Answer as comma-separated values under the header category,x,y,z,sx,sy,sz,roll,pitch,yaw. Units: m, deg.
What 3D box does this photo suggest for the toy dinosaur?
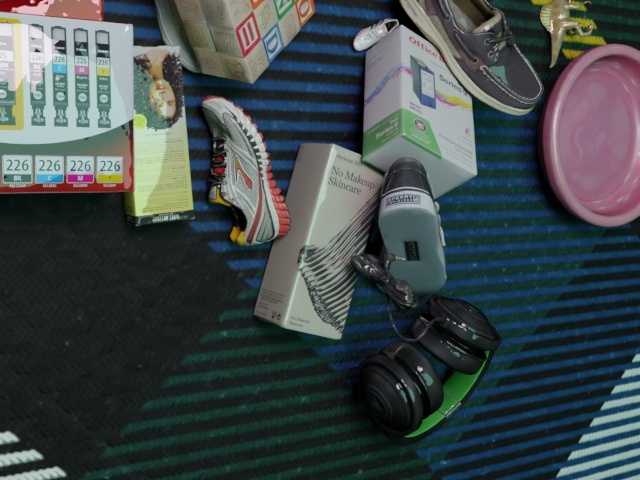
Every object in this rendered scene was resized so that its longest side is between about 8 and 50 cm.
category,x,y,z,sx,sy,sz,roll,pitch,yaw
toy dinosaur,0.437,-0.389,1.450,0.093,0.053,0.183,5,86,-16

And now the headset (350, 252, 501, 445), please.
category,x,y,z,sx,sy,sz,roll,pitch,yaw
headset,0.147,0.166,1.248,0.243,0.185,0.394,-42,146,-12

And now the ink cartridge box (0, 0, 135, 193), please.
category,x,y,z,sx,sy,sz,roll,pitch,yaw
ink cartridge box,-0.384,-0.190,0.932,0.310,0.130,0.271,-3,96,-30

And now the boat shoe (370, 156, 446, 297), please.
category,x,y,z,sx,sy,sz,roll,pitch,yaw
boat shoe,0.131,-0.012,1.219,0.306,0.113,0.104,68,22,-58

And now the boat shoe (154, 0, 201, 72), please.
category,x,y,z,sx,sy,sz,roll,pitch,yaw
boat shoe,-0.181,-0.316,1.075,0.066,0.063,0.184,-20,105,-27

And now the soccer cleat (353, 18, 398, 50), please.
category,x,y,z,sx,sy,sz,roll,pitch,yaw
soccer cleat,0.086,-0.321,1.248,0.083,0.036,0.029,-36,112,-23

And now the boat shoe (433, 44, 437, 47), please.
category,x,y,z,sx,sy,sz,roll,pitch,yaw
boat shoe,0.211,-0.395,1.286,0.076,0.083,0.226,-2,97,-2

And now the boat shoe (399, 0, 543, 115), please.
category,x,y,z,sx,sy,sz,roll,pitch,yaw
boat shoe,0.237,-0.309,1.213,0.285,0.092,0.103,47,62,-4

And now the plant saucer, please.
category,x,y,z,sx,sy,sz,roll,pitch,yaw
plant saucer,0.520,-0.192,1.493,0.332,0.084,0.331,-4,99,-30

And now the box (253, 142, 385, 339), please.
category,x,y,z,sx,sy,sz,roll,pitch,yaw
box,0.000,0.000,1.200,0.113,0.094,0.275,15,88,-32

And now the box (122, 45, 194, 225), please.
category,x,y,z,sx,sy,sz,roll,pitch,yaw
box,-0.225,-0.139,1.073,0.087,0.058,0.232,-10,101,-29

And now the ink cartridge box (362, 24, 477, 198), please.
category,x,y,z,sx,sy,sz,roll,pitch,yaw
ink cartridge box,0.148,-0.194,1.218,0.154,0.093,0.212,24,52,-31

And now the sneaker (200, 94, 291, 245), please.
category,x,y,z,sx,sy,sz,roll,pitch,yaw
sneaker,-0.118,-0.094,1.125,0.093,0.088,0.225,-27,107,-21

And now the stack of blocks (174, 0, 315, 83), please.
category,x,y,z,sx,sy,sz,roll,pitch,yaw
stack of blocks,-0.111,-0.369,1.000,0.171,0.087,0.297,-56,149,-30
